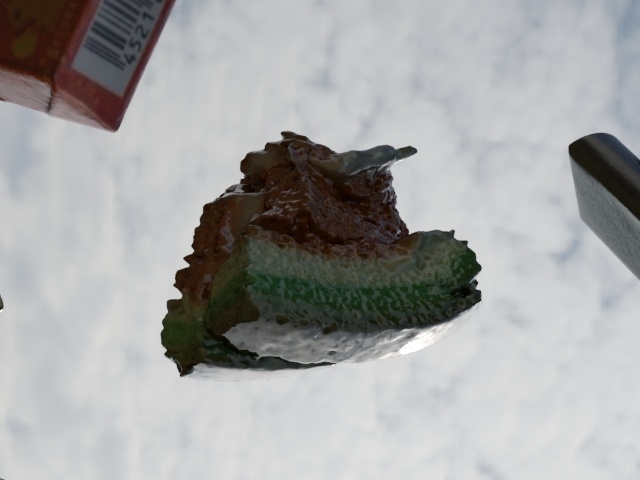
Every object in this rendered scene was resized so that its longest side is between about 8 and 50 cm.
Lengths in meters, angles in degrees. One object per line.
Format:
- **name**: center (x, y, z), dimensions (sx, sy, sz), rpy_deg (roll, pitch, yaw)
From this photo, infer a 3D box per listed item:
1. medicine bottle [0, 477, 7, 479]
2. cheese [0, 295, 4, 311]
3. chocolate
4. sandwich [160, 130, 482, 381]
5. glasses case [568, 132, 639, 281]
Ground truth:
- **medicine bottle**: center (-0.281, 0.279, 1.277), dimensions (0.384, 0.224, 0.224), rpy_deg (-10, -100, 62)
- **cheese**: center (-0.333, 0.070, 1.615), dimensions (0.044, 0.083, 0.030), rpy_deg (5, -68, 45)
- **chocolate**: center (-0.258, -0.245, 1.672), dimensions (0.235, 0.108, 0.237), rpy_deg (19, -96, 33)
- **sandwich**: center (-0.007, 0.001, 1.031), dimensions (0.109, 0.185, 0.160), rpy_deg (-40, -120, 48)
- **glasses case**: center (0.221, -0.001, 1.143), dimensions (0.190, 0.042, 0.072), rpy_deg (-125, -158, -54)
